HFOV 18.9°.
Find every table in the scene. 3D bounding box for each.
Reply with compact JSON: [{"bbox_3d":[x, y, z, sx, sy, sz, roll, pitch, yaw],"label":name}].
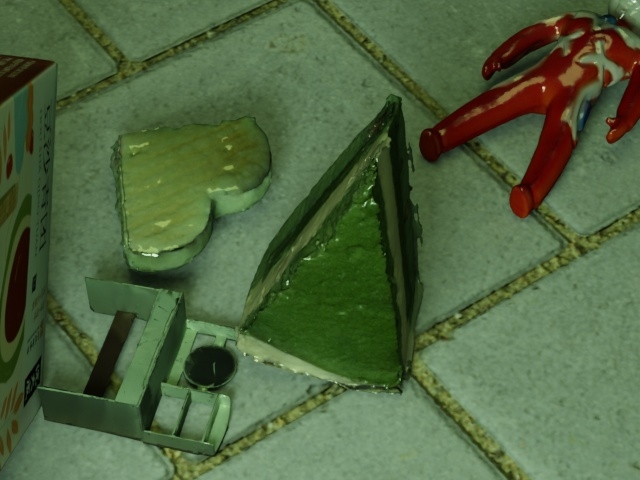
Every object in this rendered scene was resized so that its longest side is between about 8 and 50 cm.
[{"bbox_3d":[-0.166,0.121,1.865,0.175,0.062,0.146,10,49,10],"label":"table"}]

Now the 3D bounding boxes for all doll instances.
[{"bbox_3d":[0.285,-0.185,2.131,0.188,0.099,0.384,31,58,24],"label":"doll"}]

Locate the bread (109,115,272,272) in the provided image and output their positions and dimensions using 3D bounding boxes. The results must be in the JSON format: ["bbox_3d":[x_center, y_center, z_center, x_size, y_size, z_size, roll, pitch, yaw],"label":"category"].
[{"bbox_3d":[-0.157,-0.053,2.015,0.172,0.064,0.232,26,52,20],"label":"bread"}]

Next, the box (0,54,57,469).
[{"bbox_3d":[-0.328,0.038,1.643,0.122,0.345,0.385,6,15,3],"label":"box"}]

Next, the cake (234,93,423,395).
[{"bbox_3d":[0.001,-0.004,1.839,0.172,0.284,0.158,3,47,9],"label":"cake"}]
